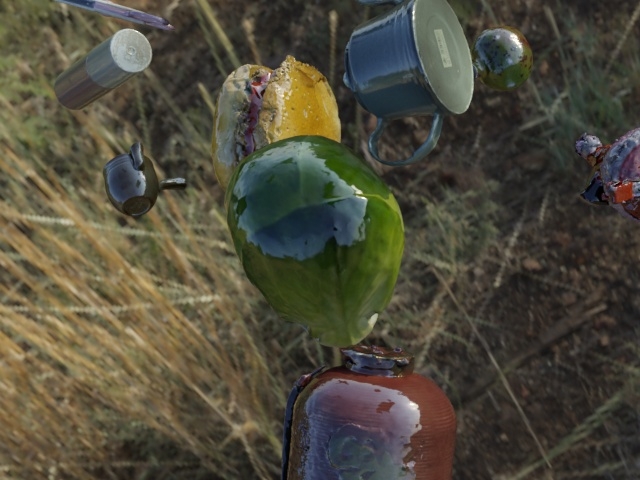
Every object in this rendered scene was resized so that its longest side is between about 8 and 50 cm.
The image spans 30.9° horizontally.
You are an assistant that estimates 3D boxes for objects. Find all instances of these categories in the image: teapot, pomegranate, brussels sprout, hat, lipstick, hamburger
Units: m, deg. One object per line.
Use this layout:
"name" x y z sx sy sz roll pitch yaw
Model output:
"teapot" 0.094 -0.211 1.460 0.149 0.162 0.239 -12 80 30
"pomegranate" 0.334 -0.340 2.160 0.130 0.130 0.130 -16 49 18
"brussels sprout" 0.000 0.000 1.497 0.219 0.271 0.210 -18 21 -1
"hat" 0.388 -0.095 1.517 0.140 0.129 0.227 -29 21 -7
"lipstick" -0.344 -0.264 1.810 0.254 0.070 0.070 -13 43 58
"hamburger" -0.081 -0.185 1.961 0.163 0.244 0.244 -1 54 31
"teapot" -0.216 -0.075 1.462 0.085 0.110 0.080 -57 39 38

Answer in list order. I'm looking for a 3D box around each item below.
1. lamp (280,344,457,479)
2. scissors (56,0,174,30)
"lamp" 0.043 0.233 1.163 0.180 0.180 0.258 9 93 34
"scissors" -0.288 -0.318 1.590 0.176 0.085 0.022 15 94 2
